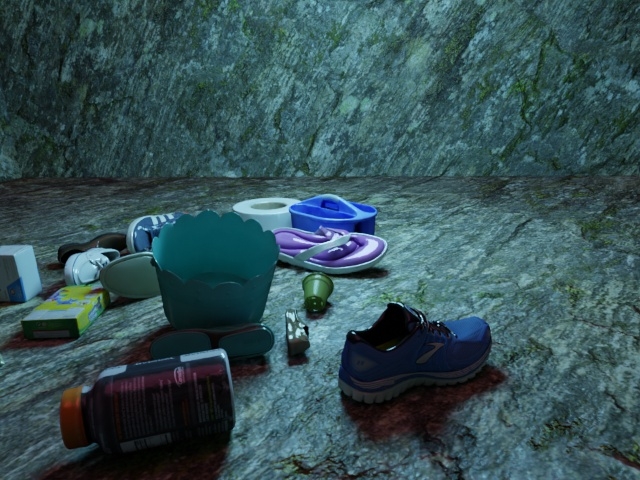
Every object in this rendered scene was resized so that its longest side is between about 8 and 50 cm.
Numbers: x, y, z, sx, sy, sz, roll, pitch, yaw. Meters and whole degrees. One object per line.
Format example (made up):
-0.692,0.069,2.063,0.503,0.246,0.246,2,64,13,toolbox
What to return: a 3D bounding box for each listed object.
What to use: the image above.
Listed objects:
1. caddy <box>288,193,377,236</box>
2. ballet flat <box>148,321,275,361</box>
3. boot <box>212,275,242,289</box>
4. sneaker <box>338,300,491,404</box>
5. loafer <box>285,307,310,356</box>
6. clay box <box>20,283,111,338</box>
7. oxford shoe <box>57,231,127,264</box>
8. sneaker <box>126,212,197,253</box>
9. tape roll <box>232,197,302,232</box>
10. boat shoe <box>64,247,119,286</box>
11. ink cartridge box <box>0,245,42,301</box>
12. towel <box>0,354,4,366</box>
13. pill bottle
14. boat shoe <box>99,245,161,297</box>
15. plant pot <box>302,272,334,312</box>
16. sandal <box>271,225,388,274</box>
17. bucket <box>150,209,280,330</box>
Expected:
0.041,-0.072,1.710,0.241,0.180,0.341,-15,21,-40,caddy
-0.216,0.215,0.995,0.247,0.083,0.087,-5,-7,-12,ballet flat
-0.254,0.151,1.217,0.189,0.069,0.086,-19,30,-25,boot
0.187,0.187,0.904,0.329,0.147,0.129,-9,19,-26,sneaker
-0.050,0.197,1.056,0.050,0.056,0.148,-3,27,-5,loafer
-0.610,0.167,1.202,0.127,0.053,0.222,-2,16,-1,clay box
-0.740,0.038,1.605,0.227,0.083,0.096,-19,25,-16,oxford shoe
-0.532,-0.034,1.717,0.147,0.131,0.350,-2,16,15,sneaker
-0.202,-0.092,1.931,0.285,0.100,0.286,-2,17,1,tape roll
-0.673,0.070,1.454,0.084,0.095,0.258,-7,18,-2,boat shoe
-0.880,0.090,1.330,0.190,0.140,0.082,-1,19,4,ink cartridge box
-0.725,0.253,0.976,0.110,0.027,0.148,13,22,42,towel
-0.262,0.252,0.759,0.245,0.131,0.130,-6,18,-16,pill bottle
-0.459,0.073,1.371,0.339,0.127,0.113,-16,21,-43,boat shoe
-0.011,0.136,1.222,0.083,0.084,0.079,1,28,7,plant pot
-0.004,0.011,1.494,0.415,0.102,0.170,3,44,22,sandal
-0.237,0.077,1.112,0.280,0.183,0.281,8,36,-6,bucket
